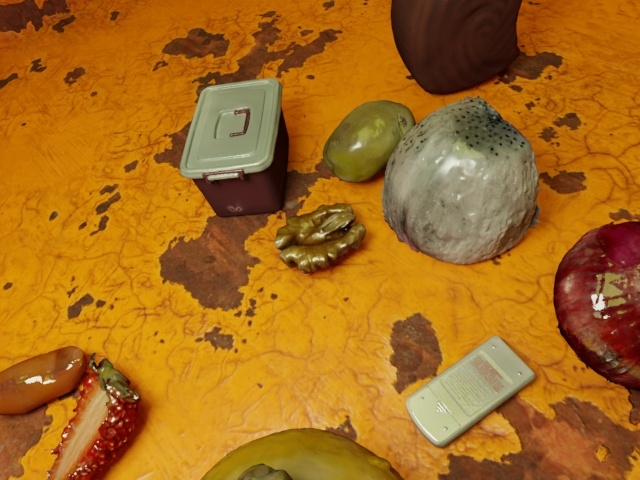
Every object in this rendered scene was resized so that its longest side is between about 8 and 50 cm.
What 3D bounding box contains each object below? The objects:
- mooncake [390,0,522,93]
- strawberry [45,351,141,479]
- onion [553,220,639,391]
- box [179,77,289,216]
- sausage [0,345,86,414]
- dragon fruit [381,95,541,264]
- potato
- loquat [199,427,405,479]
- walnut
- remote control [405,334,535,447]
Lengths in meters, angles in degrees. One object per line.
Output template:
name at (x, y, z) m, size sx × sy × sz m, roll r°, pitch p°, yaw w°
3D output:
mooncake at (0.316, -0.482, 1.056) m, size 0.334 × 0.325 × 0.174 m, roll 5°, pitch 45°, yaw -24°
strawberry at (-0.362, 0.306, 0.774) m, size 0.167 × 0.087 × 0.208 m, roll 29°, pitch 89°, yaw 50°
onion at (0.449, 0.094, 0.671) m, size 0.247 × 0.190 × 0.246 m, roll 0°, pitch 74°, yaw -1°
box at (-0.165, -0.197, 1.037) m, size 0.194 × 0.167 × 0.293 m, roll -6°, pitch 53°, yaw 11°
sausage at (-0.493, 0.245, 0.841) m, size 0.179 × 0.089 × 0.089 m, roll -22°, pitch 52°, yaw -8°
dragon fruit at (0.226, -0.109, 0.855) m, size 0.204 × 0.221 × 0.283 m, roll -25°, pitch 55°, yaw -14°
potato at (0.102, -0.205, 0.996) m, size 0.200 × 0.154 × 0.137 m, roll -34°, pitch 75°, yaw -14°
loquat at (-0.027, 0.348, 0.494) m, size 0.329 × 0.359 × 0.328 m, roll -7°, pitch 30°, yaw 4°
walnut at (0.000, 0.000, 0.915) m, size 0.170 × 0.069 × 0.142 m, roll -22°, pitch 51°, yaw -6°
remote control at (0.222, 0.226, 0.721) m, size 0.190 × 0.029 × 0.087 m, roll -32°, pitch 53°, yaw -12°
